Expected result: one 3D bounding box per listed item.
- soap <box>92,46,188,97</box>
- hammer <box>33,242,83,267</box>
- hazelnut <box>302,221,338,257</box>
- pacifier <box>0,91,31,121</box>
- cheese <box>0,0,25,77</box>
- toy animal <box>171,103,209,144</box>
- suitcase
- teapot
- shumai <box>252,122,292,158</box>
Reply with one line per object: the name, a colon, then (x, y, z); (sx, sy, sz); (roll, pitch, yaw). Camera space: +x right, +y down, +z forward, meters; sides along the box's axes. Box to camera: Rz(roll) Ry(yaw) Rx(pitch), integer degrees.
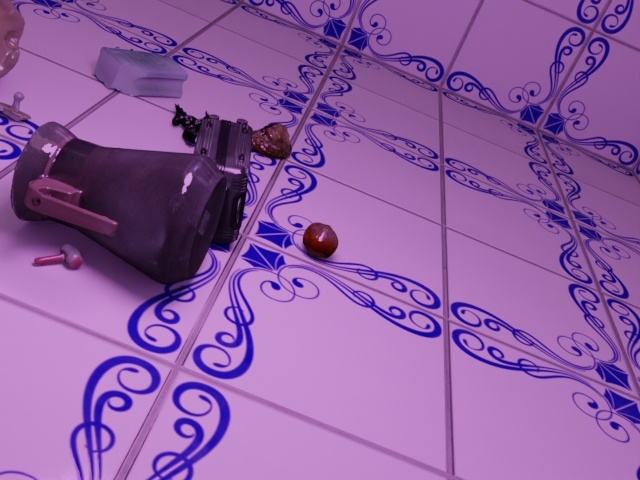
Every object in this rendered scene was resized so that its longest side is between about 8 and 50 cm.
soap: (-0.519, -0.483, 2.138); (0.230, 0.091, 0.145); (-9, 42, -48)
hammer: (-0.475, 0.031, 1.342); (0.083, 0.031, 0.052); (-11, 40, -39)
hazelnut: (0.000, 0.000, 1.715); (0.086, 0.086, 0.086); (19, 28, -10)
pacifier: (-0.704, -0.313, 1.726); (0.083, 0.064, 0.068); (29, 10, 8)
cheese: (-0.835, -0.506, 1.691); (0.318, 0.326, 0.115); (10, 15, -45)
toy animal: (-0.352, -0.319, 2.031); (0.108, 0.062, 0.220); (-10, 40, -19)
suitcase: (-0.227, -0.142, 1.657); (0.128, 0.202, 0.312); (8, 31, -8)
teapot: (-0.374, -0.070, 1.373); (0.344, 0.253, 0.300); (17, 14, 2)
shumai: (-0.138, -0.291, 2.112); (0.139, 0.105, 0.123); (34, 12, -42)
